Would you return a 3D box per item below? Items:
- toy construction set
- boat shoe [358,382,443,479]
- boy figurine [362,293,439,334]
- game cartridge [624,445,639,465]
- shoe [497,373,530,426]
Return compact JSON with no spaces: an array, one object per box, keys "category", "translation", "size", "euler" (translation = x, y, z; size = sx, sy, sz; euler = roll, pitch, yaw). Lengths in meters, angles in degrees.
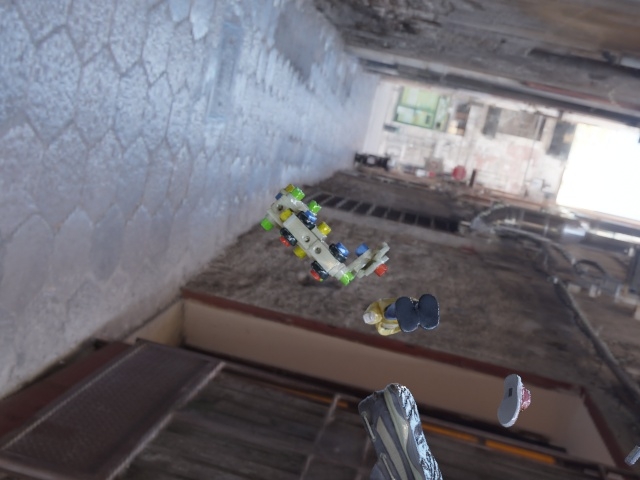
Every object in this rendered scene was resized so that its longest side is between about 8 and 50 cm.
[{"category":"toy construction set","translation":[0.000,0.000,1.657],"size":[0.151,0.327,0.215],"euler":[-58,170,2]},{"category":"boat shoe","translation":[0.178,0.497,1.581],"size":[0.132,0.130,0.356],"euler":[23,48,-63]},{"category":"boy figurine","translation":[0.181,0.179,1.724],"size":[0.285,0.177,0.092],"euler":[140,-56,-74]},{"category":"game cartridge","translation":[0.834,0.573,1.924],"size":[0.056,0.017,0.083],"euler":[-54,159,0]},{"category":"shoe","translation":[0.563,0.477,2.080],"size":[0.081,0.063,0.178],"euler":[49,40,-23]}]
